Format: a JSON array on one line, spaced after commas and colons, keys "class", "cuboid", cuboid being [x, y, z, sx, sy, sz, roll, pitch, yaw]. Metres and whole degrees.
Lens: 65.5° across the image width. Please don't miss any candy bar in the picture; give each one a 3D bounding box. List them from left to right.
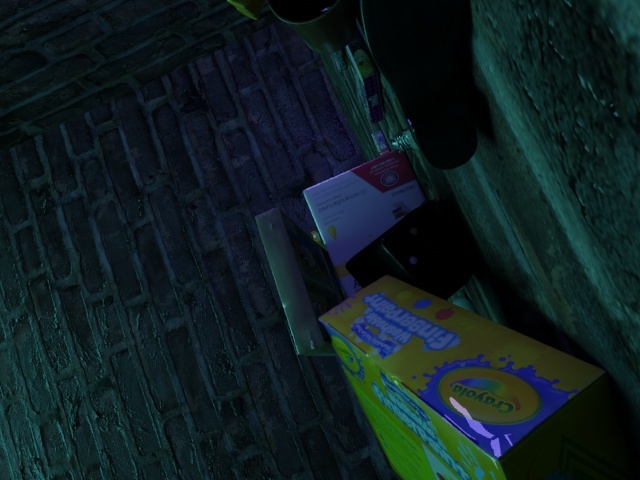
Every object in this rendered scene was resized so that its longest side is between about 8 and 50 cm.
[{"class": "candy bar", "cuboid": [0.000, 0.000, 1.324, 0.161, 0.018, 0.040, 32, -145, -80]}]

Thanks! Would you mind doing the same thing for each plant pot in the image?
[{"class": "plant pot", "cuboid": [-0.002, -0.487, 1.038, 0.166, 0.167, 0.165, 68, -166, 14]}, {"class": "plant pot", "cuboid": [0.184, 0.041, 0.945, 0.188, 0.188, 0.167, 50, 164, 12]}]

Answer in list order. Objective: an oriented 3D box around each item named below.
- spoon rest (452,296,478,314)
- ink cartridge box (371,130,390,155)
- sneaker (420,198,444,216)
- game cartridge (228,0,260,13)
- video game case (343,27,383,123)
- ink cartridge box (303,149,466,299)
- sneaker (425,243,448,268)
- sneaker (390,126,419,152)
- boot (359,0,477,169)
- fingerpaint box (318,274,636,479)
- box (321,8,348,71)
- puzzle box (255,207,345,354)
[{"class": "spoon rest", "cuboid": [0.378, 0.271, 1.214, 0.137, 0.084, 0.276, 108, 153, -68]}, {"class": "ink cartridge box", "cuboid": [0.199, -0.293, 1.587, 0.063, 0.029, 0.115, -82, -31, -80]}, {"class": "sneaker", "cuboid": [0.251, -0.023, 1.078, 0.089, 0.051, 0.170, -95, -16, -63]}, {"class": "game cartridge", "cuboid": [-0.101, -0.578, 0.947, 0.053, 0.285, 0.323, 21, -163, -12]}, {"class": "video game case", "cuboid": [0.097, -0.432, 1.237, 0.232, 0.042, 0.210, 47, -158, -74]}, {"class": "ink cartridge box", "cuboid": [0.161, 0.003, 1.277, 0.160, 0.280, 0.384, 46, -159, -80]}, {"class": "sneaker", "cuboid": [0.253, 0.057, 1.089, 0.158, 0.064, 0.061, 39, 171, -11]}, {"class": "sneaker", "cuboid": [0.163, -0.184, 0.926, 0.135, 0.058, 0.052, -87, -26, -79]}, {"class": "boot", "cuboid": [0.101, -0.255, 0.581, 0.264, 0.096, 0.280, 54, -161, -35]}, {"class": "fingerpaint box", "cuboid": [0.215, 0.284, 0.729, 0.370, 0.163, 0.445, 65, 164, -18]}, {"class": "box", "cuboid": [0.032, -0.503, 1.247, 0.094, 0.027, 0.136, 60, -167, -54]}, {"class": "puzzle box", "cuboid": [-0.009, 0.111, 1.064, 0.409, 0.052, 0.271, 42, -153, -72]}]
